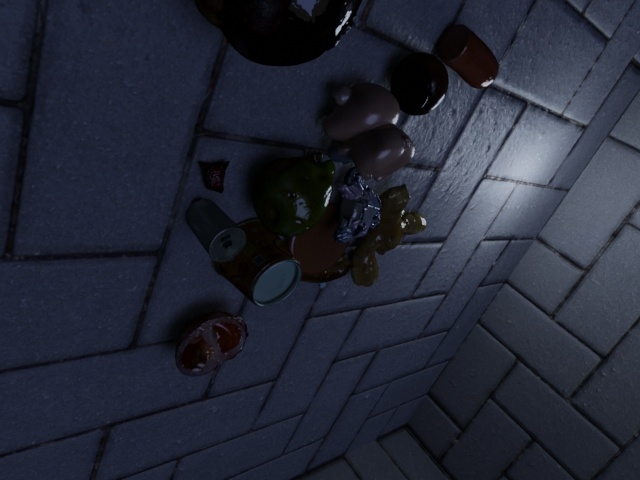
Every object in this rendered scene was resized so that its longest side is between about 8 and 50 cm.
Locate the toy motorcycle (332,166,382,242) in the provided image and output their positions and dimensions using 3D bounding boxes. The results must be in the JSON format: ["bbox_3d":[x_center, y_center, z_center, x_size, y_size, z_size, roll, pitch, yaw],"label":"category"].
[{"bbox_3d":[0.099,-0.083,1.487,0.204,0.108,0.239,-51,120,-20],"label":"toy motorcycle"}]

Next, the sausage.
[{"bbox_3d":[0.447,-0.532,1.435,0.259,0.113,0.113,10,117,-48],"label":"sausage"}]

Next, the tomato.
[{"bbox_3d":[-0.340,0.284,1.448,0.228,0.112,0.199,-26,133,-23],"label":"tomato"}]

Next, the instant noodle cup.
[{"bbox_3d":[-0.167,0.071,1.356,0.216,0.172,0.215,-27,140,-26],"label":"instant noodle cup"}]

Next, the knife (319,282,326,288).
[{"bbox_3d":[-0.004,0.142,1.731,0.027,0.010,0.096,-41,142,-5],"label":"knife"}]

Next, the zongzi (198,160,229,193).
[{"bbox_3d":[-0.261,-0.160,1.152,0.073,0.067,0.083,14,96,-38],"label":"zongzi"}]

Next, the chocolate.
[{"bbox_3d":[0.274,-0.433,1.334,0.177,0.177,0.176,-27,140,-24],"label":"chocolate"}]

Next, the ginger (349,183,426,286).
[{"bbox_3d":[0.212,-0.024,1.713,0.363,0.122,0.348,-38,142,0],"label":"ginger"}]

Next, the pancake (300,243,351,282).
[{"bbox_3d":[0.029,0.043,1.625,0.266,0.057,0.244,12,115,-48],"label":"pancake"}]

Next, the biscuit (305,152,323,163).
[{"bbox_3d":[-0.024,-0.209,1.359,0.092,0.016,0.082,-43,144,-1],"label":"biscuit"}]

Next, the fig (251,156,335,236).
[{"bbox_3d":[-0.040,-0.136,1.284,0.275,0.206,0.206,-34,145,-38],"label":"fig"}]

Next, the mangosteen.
[{"bbox_3d":[-0.074,-0.469,0.852,0.297,0.313,0.297,-38,-179,1],"label":"mangosteen"}]

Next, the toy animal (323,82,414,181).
[{"bbox_3d":[0.131,-0.279,1.261,0.210,0.221,0.229,-12,130,-50],"label":"toy animal"}]

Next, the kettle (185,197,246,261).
[{"bbox_3d":[-0.255,-0.023,1.198,0.098,0.148,0.127,-50,143,3],"label":"kettle"}]

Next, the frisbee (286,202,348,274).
[{"bbox_3d":[0.000,0.000,1.542,0.251,0.021,0.251,-18,122,-30],"label":"frisbee"}]
